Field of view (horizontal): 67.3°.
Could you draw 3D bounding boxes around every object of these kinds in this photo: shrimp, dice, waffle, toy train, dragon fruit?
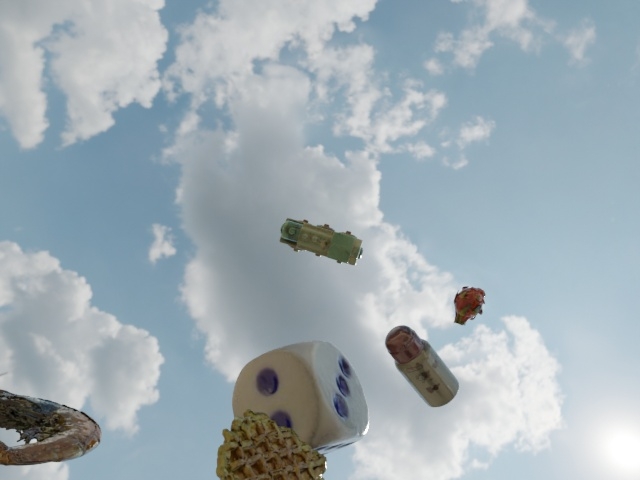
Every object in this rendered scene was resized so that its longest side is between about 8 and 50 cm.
[{"bbox_3d":[-0.534,0.318,0.822,0.291,0.222,0.054,15,-90,13],"label":"shrimp"},{"bbox_3d":[-0.045,0.411,1.210,0.243,0.259,0.251,-30,-119,15],"label":"dice"},{"bbox_3d":[-0.082,0.431,0.873,0.245,0.254,0.052,34,-68,-11],"label":"waffle"},{"bbox_3d":[0.000,0.000,1.059,0.194,0.125,0.080,17,-90,5],"label":"toy train"},{"bbox_3d":[0.404,0.181,1.318,0.081,0.086,0.116,25,-83,32],"label":"dragon fruit"}]

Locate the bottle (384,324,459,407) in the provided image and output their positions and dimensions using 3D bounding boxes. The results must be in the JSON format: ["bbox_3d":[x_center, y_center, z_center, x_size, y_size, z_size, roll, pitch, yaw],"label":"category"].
[{"bbox_3d":[0.258,0.322,1.259,0.110,0.110,0.233,-29,-71,34],"label":"bottle"}]
